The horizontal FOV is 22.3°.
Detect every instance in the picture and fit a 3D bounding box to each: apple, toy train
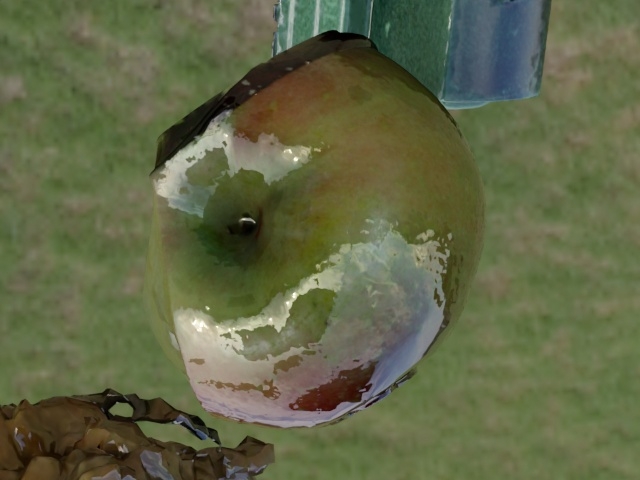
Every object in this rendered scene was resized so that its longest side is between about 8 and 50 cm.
[{"bbox_3d":[0.000,0.000,0.848,0.174,0.207,0.188,14,173,22],"label":"apple"},{"bbox_3d":[0.069,-0.221,0.995,0.139,0.330,0.178,-7,-161,-36],"label":"toy train"}]

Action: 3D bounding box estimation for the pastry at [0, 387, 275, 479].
[{"bbox_3d":[-0.108,0.167,0.519,0.193,0.274,0.275,-26,177,-45],"label":"pastry"}]
